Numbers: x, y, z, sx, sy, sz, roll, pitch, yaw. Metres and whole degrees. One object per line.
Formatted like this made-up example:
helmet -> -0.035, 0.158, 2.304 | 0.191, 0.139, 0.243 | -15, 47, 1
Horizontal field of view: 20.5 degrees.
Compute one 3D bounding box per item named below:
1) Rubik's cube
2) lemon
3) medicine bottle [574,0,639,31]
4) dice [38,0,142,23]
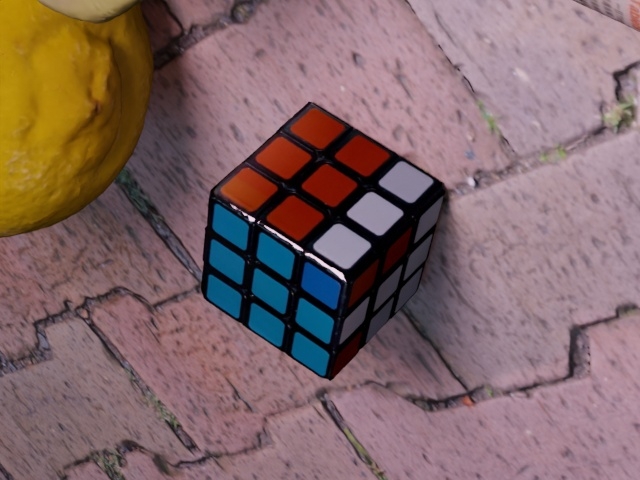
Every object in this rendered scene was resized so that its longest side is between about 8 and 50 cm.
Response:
Rubik's cube -> 0.000, 0.000, 1.638 | 0.160, 0.163, 0.162 | 32, 142, 18
lemon -> -0.326, -0.166, 1.666 | 0.348, 0.348, 0.348 | 29, 144, 23
medicine bottle -> 0.252, -0.194, 1.162 | 0.252, 0.144, 0.144 | 30, 145, 19
dice -> -0.155, -0.326, 1.388 | 0.233, 0.227, 0.238 | 50, 146, -12
